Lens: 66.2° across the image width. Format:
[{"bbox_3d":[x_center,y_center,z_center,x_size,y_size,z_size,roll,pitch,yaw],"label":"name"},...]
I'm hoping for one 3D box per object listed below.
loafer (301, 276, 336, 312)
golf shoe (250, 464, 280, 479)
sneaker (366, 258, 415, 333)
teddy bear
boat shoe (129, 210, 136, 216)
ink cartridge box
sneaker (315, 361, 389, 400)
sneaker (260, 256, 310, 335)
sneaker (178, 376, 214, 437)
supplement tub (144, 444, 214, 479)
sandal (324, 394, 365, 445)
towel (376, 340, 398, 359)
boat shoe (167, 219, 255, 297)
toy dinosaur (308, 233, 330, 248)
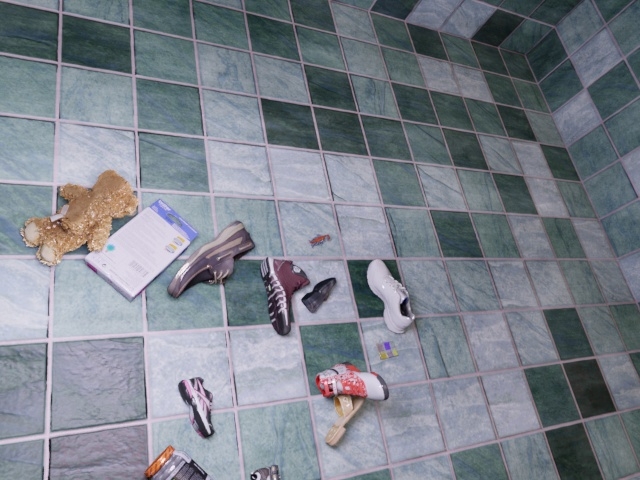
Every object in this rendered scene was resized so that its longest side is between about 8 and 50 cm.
[{"bbox_3d":[0.002,0.193,1.772,0.170,0.062,0.061,-37,107,-34],"label":"loafer"},{"bbox_3d":[-0.151,0.712,1.356,0.094,0.198,0.077,1,105,-13],"label":"golf shoe"},{"bbox_3d":[0.278,0.198,1.867,0.111,0.129,0.297,-15,71,-31],"label":"sneaker"},{"bbox_3d":[-0.712,-0.064,1.469,0.245,0.113,0.337,24,62,17],"label":"teddy bear"},{"bbox_3d":[-0.661,-0.117,1.582,0.136,0.045,0.050,12,60,-23],"label":"boat shoe"},{"bbox_3d":[-0.555,0.024,1.555,0.186,0.065,0.311,41,56,-2],"label":"ink cartridge box"},{"bbox_3d":[0.089,0.464,1.551,0.145,0.270,0.090,-14,99,-27],"label":"sneaker"},{"bbox_3d":[-0.099,0.182,1.690,0.163,0.106,0.281,0,64,-32],"label":"sneaker"},{"bbox_3d":[-0.340,0.477,1.426,0.077,0.072,0.178,-15,78,-44],"label":"sneaker"},{"bbox_3d":[-0.363,0.642,1.294,0.190,0.117,0.117,45,53,-1],"label":"supplement tub"},{"bbox_3d":[0.071,0.542,1.598,0.079,0.088,0.240,43,58,-7],"label":"sandal"},{"bbox_3d":[0.245,0.405,1.812,0.083,0.009,0.060,-4,66,-29],"label":"towel"},{"bbox_3d":[-0.341,0.073,1.601,0.130,0.132,0.355,44,54,-1],"label":"boat shoe"},{"bbox_3d":[0.000,0.000,1.864,0.082,0.090,0.047,-27,95,-4],"label":"toy dinosaur"}]
